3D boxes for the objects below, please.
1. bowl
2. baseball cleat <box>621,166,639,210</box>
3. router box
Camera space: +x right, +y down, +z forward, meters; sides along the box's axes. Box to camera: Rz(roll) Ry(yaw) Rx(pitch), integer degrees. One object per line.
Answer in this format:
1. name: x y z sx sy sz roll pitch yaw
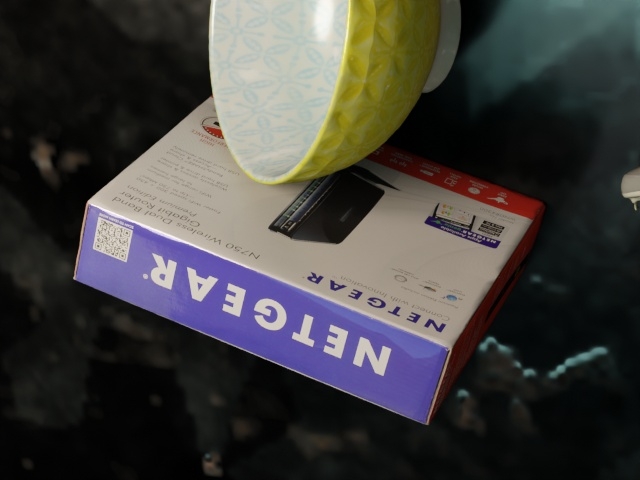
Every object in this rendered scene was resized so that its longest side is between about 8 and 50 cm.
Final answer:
1. bowl: 0.028 -0.190 1.593 0.156 0.289 0.289 2 124 -27
2. baseball cleat: 0.351 -0.099 1.584 0.206 0.072 0.109 -15 93 23
3. router box: 0.000 0.000 1.626 0.335 0.301 0.082 21 120 11
